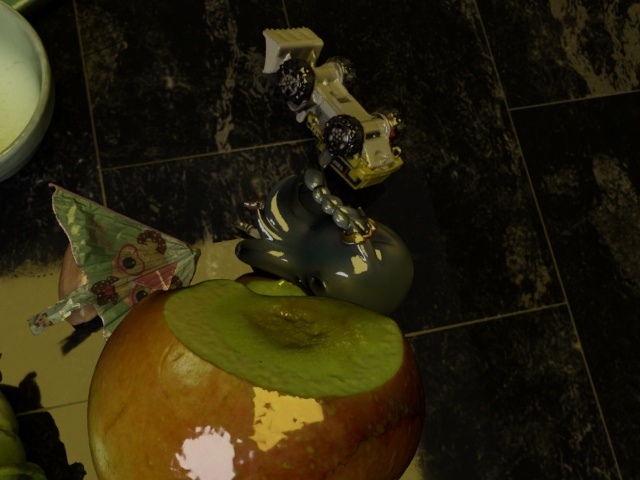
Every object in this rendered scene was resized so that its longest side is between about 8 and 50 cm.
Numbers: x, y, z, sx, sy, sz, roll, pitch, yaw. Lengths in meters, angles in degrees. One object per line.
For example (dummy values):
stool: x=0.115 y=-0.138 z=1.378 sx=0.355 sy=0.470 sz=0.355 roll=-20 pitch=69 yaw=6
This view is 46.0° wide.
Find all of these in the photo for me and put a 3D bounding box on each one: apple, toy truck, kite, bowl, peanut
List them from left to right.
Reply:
bowl: x=-0.519 y=-0.188 z=1.043 sx=0.307 sy=0.163 sz=0.307 roll=2 pitch=73 yaw=-7
peanut: x=-0.322 y=0.044 z=1.050 sx=0.076 sy=0.076 sz=0.152 roll=12 pitch=76 yaw=-5
kite: x=-0.271 y=0.063 z=1.032 sx=0.267 sy=0.013 sz=0.323 roll=-24 pitch=101 yaw=-36
apple: x=-0.077 y=0.196 z=0.895 sx=0.384 sy=0.374 sz=0.374 roll=-39 pitch=82 yaw=-2
toy truck: x=0.012 y=-0.203 z=1.149 sx=0.136 sy=0.111 sz=0.286 roll=-19 pitch=65 yaw=-45

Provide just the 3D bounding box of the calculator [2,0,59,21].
calculator: x=-0.478 y=-0.430 z=1.179 sx=0.173 sy=0.051 sz=0.293 roll=44 pitch=72 yaw=7

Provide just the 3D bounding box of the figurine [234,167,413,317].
figurine: x=0.006 y=0.014 z=1.061 sx=0.265 sy=0.197 sz=0.175 roll=30 pitch=85 yaw=-6

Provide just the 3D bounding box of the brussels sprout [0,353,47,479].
brussels sprout: x=-0.460 y=0.272 z=0.881 sx=0.294 sy=0.227 sz=0.259 roll=-26 pitch=64 yaw=20
